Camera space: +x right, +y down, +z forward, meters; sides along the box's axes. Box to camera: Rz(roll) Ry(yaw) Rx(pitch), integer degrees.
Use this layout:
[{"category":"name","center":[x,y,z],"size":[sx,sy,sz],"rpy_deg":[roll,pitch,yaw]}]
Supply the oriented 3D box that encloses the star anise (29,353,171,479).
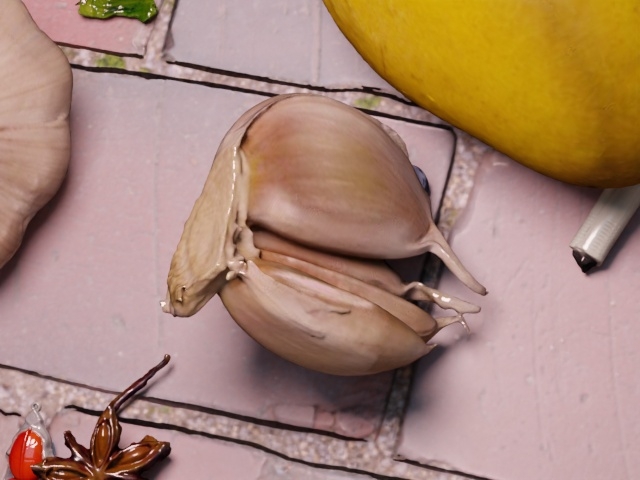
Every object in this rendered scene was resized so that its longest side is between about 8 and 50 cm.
[{"category":"star anise","center":[-0.187,0.184,1.549],"size":[0.097,0.070,0.191],"rpy_deg":[39,81,-5]}]

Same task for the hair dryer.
[{"category":"hair dryer","center":[0.285,-0.078,1.538],"size":[0.131,0.073,0.236],"rpy_deg":[30,89,22]}]

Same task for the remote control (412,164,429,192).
[{"category":"remote control","center":[0.026,-0.051,1.600],"size":[0.152,0.027,0.043],"rpy_deg":[3,78,16]}]

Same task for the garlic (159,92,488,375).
[{"category":"garlic","center":[0.000,0.000,1.482],"size":[0.237,0.292,0.210],"rpy_deg":[47,118,49]}]

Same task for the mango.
[{"category":"mango","center":[0.145,-0.220,1.493],"size":[0.220,0.301,0.445],"rpy_deg":[-21,65,-30]}]

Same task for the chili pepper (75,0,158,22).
[{"category":"chili pepper","center":[-0.203,-0.236,1.720],"size":[0.091,0.034,0.030],"rpy_deg":[8,106,15]}]

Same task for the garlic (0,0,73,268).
[{"category":"garlic","center":[-0.380,-0.111,1.602],"size":[0.322,0.241,0.322],"rpy_deg":[6,113,15]}]

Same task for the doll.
[{"category":"doll","center":[-0.266,0.205,1.572],"size":[0.057,0.039,0.114],"rpy_deg":[2,78,42]}]
